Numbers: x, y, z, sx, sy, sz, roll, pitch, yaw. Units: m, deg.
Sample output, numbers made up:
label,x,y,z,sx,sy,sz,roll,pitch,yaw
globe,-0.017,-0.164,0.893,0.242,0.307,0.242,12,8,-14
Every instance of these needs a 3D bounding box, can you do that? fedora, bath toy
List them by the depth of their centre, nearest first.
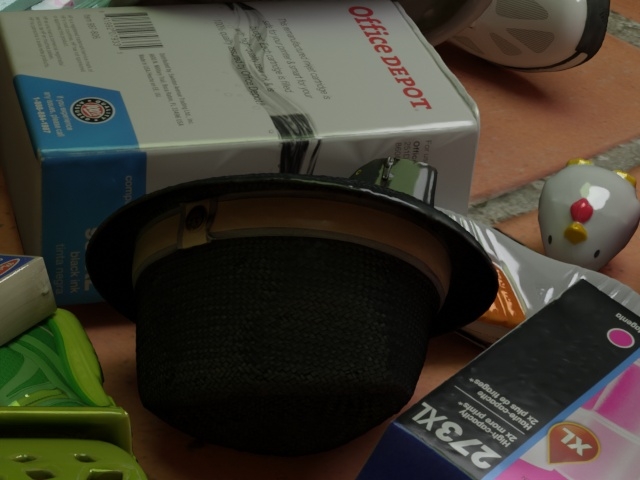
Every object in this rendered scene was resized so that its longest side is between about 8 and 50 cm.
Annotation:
label,x,y,z,sx,sy,sz,roll,pitch,yaw
fedora,-0.029,0.077,1.509,0.334,0.334,0.152,6,64,2
bath toy,0.358,0.017,1.748,0.348,0.151,0.129,13,63,18

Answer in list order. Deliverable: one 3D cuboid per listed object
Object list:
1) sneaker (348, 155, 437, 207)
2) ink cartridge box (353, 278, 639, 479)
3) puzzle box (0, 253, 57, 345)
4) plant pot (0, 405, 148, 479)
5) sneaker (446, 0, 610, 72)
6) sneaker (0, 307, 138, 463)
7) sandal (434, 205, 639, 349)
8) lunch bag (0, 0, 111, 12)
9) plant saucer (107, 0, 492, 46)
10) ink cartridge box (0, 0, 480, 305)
label,x,y,z,sx,sy,sz,roll,pitch,yaw
sneaker,0.000,0.000,1.652,0.222,0.083,0.118,-5,61,19
ink cartridge box,0.170,0.166,1.495,0.176,0.069,0.371,36,43,21
puzzle box,-0.436,0.107,1.476,0.272,0.052,0.409,4,25,37
plant pot,-0.214,0.227,1.224,0.227,0.228,0.207,-1,23,-8
sneaker,0.093,-0.280,2.142,0.257,0.169,0.447,-8,22,-39
sneaker,-0.210,0.156,1.470,0.123,0.109,0.295,-14,27,-14
sandal,0.164,0.057,1.707,0.265,0.076,0.102,21,54,-11
lunch bag,-0.349,-0.206,1.932,0.279,0.108,0.224,-36,15,-31
plant saucer,-0.024,-0.269,1.953,0.400,0.400,0.100,-4,75,-15
ink cartridge box,-0.085,-0.093,1.779,0.395,0.166,0.285,-5,32,-15
